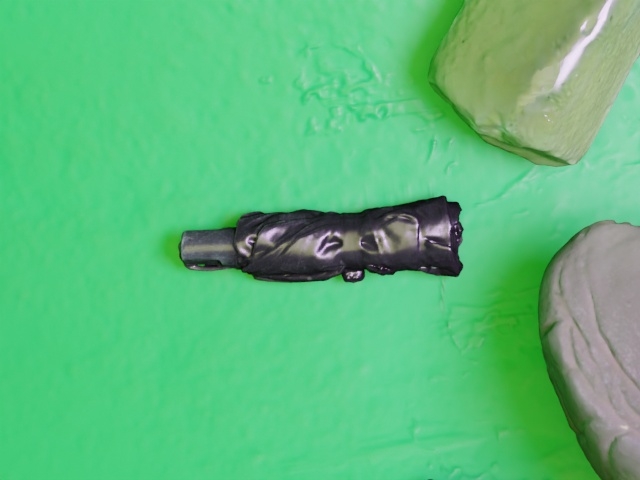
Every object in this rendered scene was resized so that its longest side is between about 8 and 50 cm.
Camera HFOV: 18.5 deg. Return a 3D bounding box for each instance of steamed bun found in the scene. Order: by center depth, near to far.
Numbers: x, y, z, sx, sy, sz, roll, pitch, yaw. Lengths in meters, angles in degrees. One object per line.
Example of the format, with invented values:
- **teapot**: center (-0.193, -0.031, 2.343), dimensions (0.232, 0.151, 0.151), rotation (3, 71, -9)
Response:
- **steamed bun**: center (0.347, 0.133, 1.471), dimensions (0.383, 0.247, 0.236), rotation (6, 70, 19)

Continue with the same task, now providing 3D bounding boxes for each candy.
- **candy**: center (0.220, -0.224, 1.556), dimensions (0.142, 0.132, 0.343), rotation (36, 96, 41)

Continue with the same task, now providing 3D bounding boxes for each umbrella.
- **umbrella**: center (0.000, 0.000, 1.619), dimensions (0.235, 0.059, 0.066), rotation (-1, 73, 5)

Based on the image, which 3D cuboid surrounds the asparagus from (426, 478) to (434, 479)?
- **asparagus**: center (0.212, 0.246, 1.633), dimensions (0.277, 0.067, 0.060), rotation (9, 131, 2)
